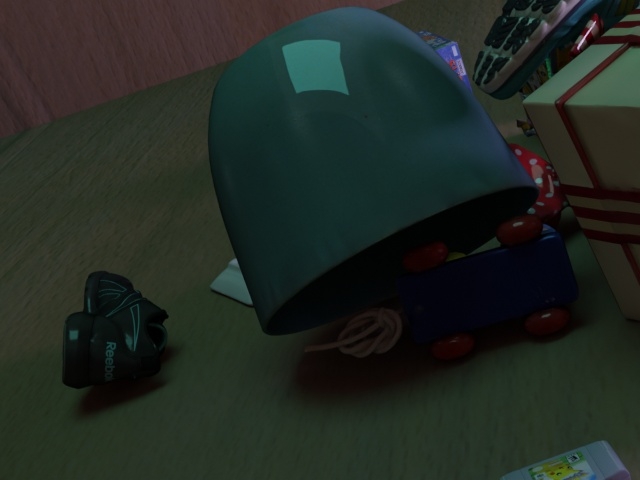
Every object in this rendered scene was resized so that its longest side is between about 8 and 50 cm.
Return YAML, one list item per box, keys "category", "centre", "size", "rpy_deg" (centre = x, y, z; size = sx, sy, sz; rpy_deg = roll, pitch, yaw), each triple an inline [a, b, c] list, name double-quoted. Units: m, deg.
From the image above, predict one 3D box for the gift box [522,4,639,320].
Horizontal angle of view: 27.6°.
- category: "gift box"
  centre: [0.353, -0.079, 1.046]
  size: [0.276, 0.255, 0.258]
  rpy_deg: [-35, 23, -24]

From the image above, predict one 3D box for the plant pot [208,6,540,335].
- category: "plant pot"
  centre: [0.026, -0.078, 1.252]
  size: [0.293, 0.235, 0.293]
  rpy_deg: [-25, -13, -7]

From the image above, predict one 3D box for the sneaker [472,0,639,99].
- category: "sneaker"
  centre: [0.254, -0.212, 1.142]
  size: [0.275, 0.110, 0.107]
  rpy_deg: [-40, 19, 4]

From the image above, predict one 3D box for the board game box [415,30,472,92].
- category: "board game box"
  centre: [0.182, -0.237, 1.945]
  size: [0.035, 0.136, 0.201]
  rpy_deg: [-21, 17, -4]

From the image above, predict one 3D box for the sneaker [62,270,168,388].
- category: "sneaker"
  centre: [-0.222, 0.104, 1.461]
  size: [0.106, 0.101, 0.267]
  rpy_deg: [2, 16, -3]

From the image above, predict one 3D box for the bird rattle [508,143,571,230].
- category: "bird rattle"
  centre: [0.308, -0.090, 1.361]
  size: [0.207, 0.143, 0.253]
  rpy_deg: [18, 42, 40]

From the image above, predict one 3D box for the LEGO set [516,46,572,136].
- category: "LEGO set"
  centre: [0.325, -0.198, 1.271]
  size: [0.254, 0.192, 0.331]
  rpy_deg: [-1, 50, 12]

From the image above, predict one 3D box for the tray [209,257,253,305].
- category: "tray"
  centre: [0.000, 0.000, 1.595]
  size: [0.270, 0.030, 0.145]
  rpy_deg: [-27, 18, -21]

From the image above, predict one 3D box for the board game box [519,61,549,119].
- category: "board game box"
  centre: [0.299, -0.180, 1.626]
  size: [0.030, 0.136, 0.260]
  rpy_deg: [-25, 16, -4]

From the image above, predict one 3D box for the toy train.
- category: "toy train"
  centre: [0.112, 0.046, 1.206]
  size: [0.248, 0.105, 0.143]
  rpy_deg: [-17, 6, 14]

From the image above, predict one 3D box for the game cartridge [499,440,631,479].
- category: "game cartridge"
  centre: [0.167, 0.166, 0.891]
  size: [0.083, 0.017, 0.056]
  rpy_deg: [-20, 20, 1]
